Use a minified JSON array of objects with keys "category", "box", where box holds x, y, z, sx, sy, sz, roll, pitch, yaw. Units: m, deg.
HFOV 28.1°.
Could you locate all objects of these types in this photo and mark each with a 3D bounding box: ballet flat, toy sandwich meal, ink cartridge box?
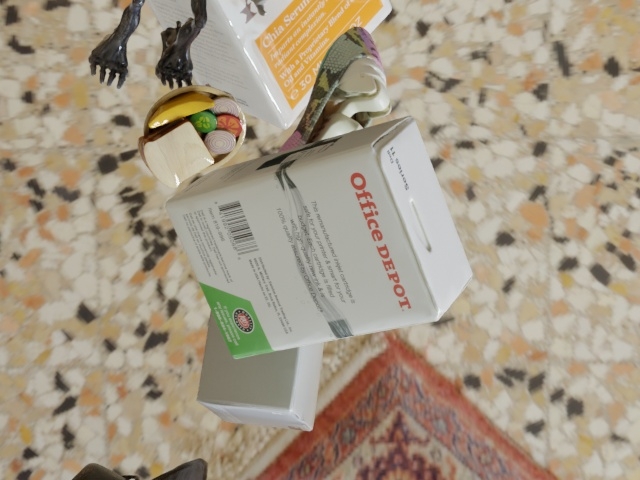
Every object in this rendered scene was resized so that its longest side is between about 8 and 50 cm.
[{"category":"ballet flat","box":[0.019,-0.113,1.219,0.077,0.079,0.221,44,63,-33]},{"category":"toy sandwich meal","box":[-0.095,-0.077,0.953,0.086,0.029,0.085,-6,128,-8]},{"category":"ink cartridge box","box":[0.000,0.000,1.048,0.208,0.087,0.153,-12,107,32]}]

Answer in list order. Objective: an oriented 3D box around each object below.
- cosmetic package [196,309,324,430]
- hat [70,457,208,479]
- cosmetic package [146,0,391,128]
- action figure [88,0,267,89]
[{"category":"cosmetic package","box":[-0.047,0.062,1.270,0.107,0.127,0.238,7,72,11]},{"category":"hat","box":[-0.266,0.339,1.413,0.331,0.331,0.134,-45,105,6]},{"category":"cosmetic package","box":[-0.104,-0.370,1.477,0.161,0.453,0.230,26,69,38]},{"category":"action figure","box":[-0.114,-0.262,1.186,0.164,0.141,0.275,7,126,-30]}]
